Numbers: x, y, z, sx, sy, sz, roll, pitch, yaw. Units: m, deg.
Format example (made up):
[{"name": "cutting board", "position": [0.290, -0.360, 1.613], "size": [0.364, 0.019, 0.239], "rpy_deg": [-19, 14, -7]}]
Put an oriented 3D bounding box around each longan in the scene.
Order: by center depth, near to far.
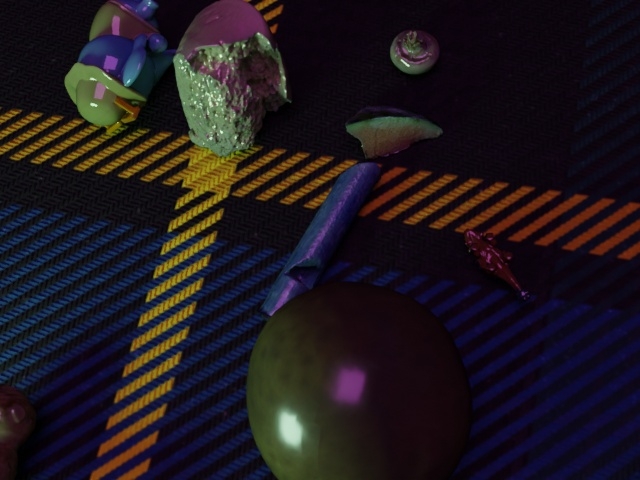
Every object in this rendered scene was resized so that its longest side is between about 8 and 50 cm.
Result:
[{"name": "longan", "position": [0.048, 0.205, 1.128], "size": [0.319, 0.319, 0.318], "rpy_deg": [-3, 68, 6]}]

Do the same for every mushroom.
[{"name": "mushroom", "position": [0.161, -0.329, 1.435], "size": [0.085, 0.079, 0.085], "rpy_deg": [-1, 64, 2]}]

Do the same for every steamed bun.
[{"name": "steamed bun", "position": [-0.137, -0.265, 1.369], "size": [0.170, 0.225, 0.200], "rpy_deg": [16, 69, 13]}]

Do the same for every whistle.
[{"name": "whistle", "position": [0.000, 0.000, 1.333], "size": [0.062, 0.062, 0.304], "rpy_deg": [27, 74, 17]}]

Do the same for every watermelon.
[{"name": "watermelon", "position": [0.123, -0.193, 1.407], "size": [0.155, 0.080, 0.101], "rpy_deg": [-11, 32, 6]}]

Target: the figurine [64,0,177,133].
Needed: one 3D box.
[{"name": "figurine", "position": [-0.338, -0.317, 1.459], "size": [0.180, 0.154, 0.262], "rpy_deg": [16, 74, 25]}]

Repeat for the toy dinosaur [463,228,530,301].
[{"name": "toy dinosaur", "position": [0.266, 0.035, 1.286], "size": [0.049, 0.055, 0.154], "rpy_deg": [-31, 60, -9]}]

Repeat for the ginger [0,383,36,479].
[{"name": "ginger", "position": [-0.503, 0.350, 1.182], "size": [0.245, 0.155, 0.304], "rpy_deg": [-25, 47, 13]}]
